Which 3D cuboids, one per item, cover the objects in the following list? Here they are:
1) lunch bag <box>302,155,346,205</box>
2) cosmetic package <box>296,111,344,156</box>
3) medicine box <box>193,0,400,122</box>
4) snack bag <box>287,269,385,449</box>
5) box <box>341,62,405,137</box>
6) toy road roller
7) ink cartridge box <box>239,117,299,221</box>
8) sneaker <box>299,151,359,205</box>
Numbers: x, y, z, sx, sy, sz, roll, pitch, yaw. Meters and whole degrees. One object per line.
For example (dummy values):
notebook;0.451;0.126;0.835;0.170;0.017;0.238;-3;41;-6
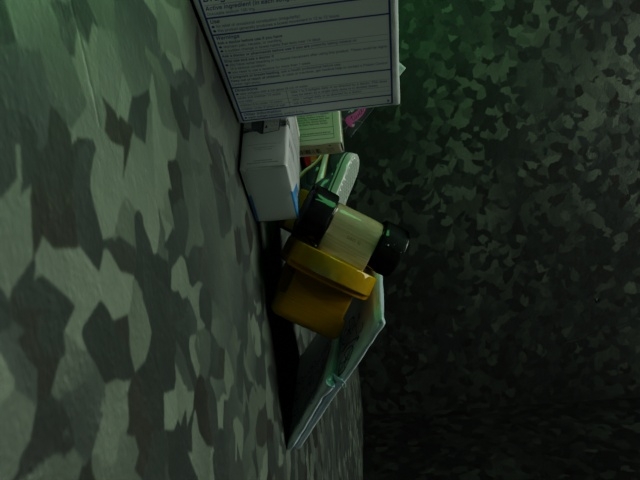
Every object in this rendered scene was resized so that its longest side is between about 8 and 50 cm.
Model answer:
lunch bag;0.015;-0.219;2.000;0.258;0.120;0.293;-89;170;-57
cosmetic package;-0.044;-0.328;1.307;0.113;0.160;0.310;36;50;-84
medicine box;-0.022;-0.325;0.958;0.289;0.263;0.149;75;10;-62
snack bag;0.034;0.202;1.317;0.343;0.037;0.323;-58;-171;23
box;0.100;-0.441;1.857;0.247;0.163;0.142;-50;-170;15
toy road roller;0.005;0.042;1.257;0.241;0.202;0.329;-63;-171;-1
ink cartridge box;-0.081;-0.149;1.128;0.140;0.082;0.191;79;7;-53
sneaker;-0.009;-0.095;1.733;0.126;0.127;0.321;62;47;-62
